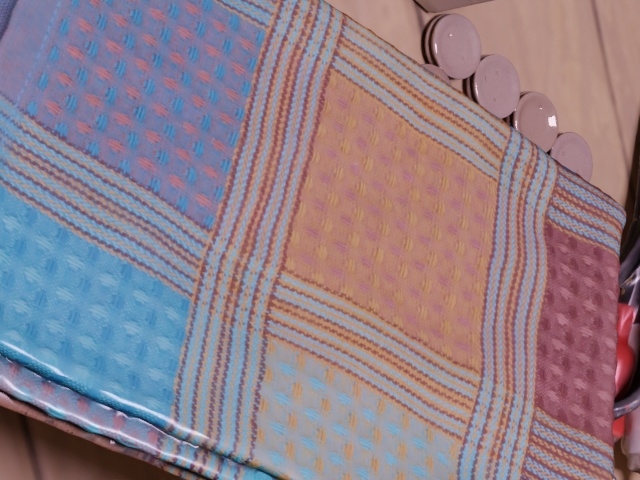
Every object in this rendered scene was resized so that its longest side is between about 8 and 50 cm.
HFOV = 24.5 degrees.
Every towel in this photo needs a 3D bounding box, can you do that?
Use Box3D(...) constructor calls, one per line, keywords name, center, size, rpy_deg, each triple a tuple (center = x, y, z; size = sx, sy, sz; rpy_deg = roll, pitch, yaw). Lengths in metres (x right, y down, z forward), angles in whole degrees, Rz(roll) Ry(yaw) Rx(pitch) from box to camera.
Box3D(name="towel", center=(0.000, 0.000, 0.660), size=(0.370, 0.040, 0.271), rpy_deg=(29, 51, -25))

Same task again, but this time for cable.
Box3D(name="cable", center=(0.195, 0.017, 0.900), size=(0.139, 0.072, 0.287), rpy_deg=(11, 69, -20))

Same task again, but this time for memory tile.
Box3D(name="memory tile", center=(0.093, -0.047, 0.829), size=(0.148, 0.012, 0.113), rpy_deg=(40, 65, -29))

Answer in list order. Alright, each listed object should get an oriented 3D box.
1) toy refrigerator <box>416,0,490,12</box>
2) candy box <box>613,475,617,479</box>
Box3D(name="toy refrigerator", center=(0.124, -0.256, 0.804), size=(0.094, 0.102, 0.269), rpy_deg=(41, 65, -30))
Box3D(name="candy box", center=(0.062, 0.159, 0.763), size=(0.196, 0.070, 0.165), rpy_deg=(-48, 115, -28))
